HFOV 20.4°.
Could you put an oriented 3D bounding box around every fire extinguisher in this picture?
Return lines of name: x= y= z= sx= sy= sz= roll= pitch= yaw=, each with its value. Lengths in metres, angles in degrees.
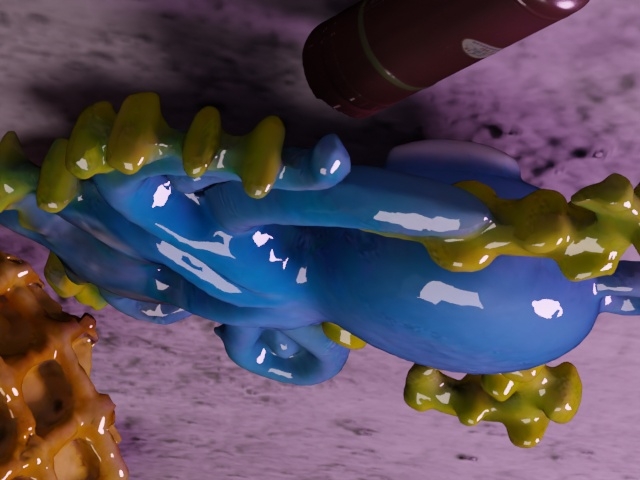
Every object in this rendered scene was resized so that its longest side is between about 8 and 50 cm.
fire extinguisher: x=0.062 y=-0.090 z=0.661 sx=0.078 sy=0.045 sz=0.157 roll=-7 pitch=168 yaw=-39

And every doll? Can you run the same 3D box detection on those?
doll: x=0.000 y=0.000 z=0.820 sx=0.341 sy=0.099 sz=0.346 roll=12 pitch=163 yaw=18

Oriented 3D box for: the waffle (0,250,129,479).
waffle: x=-0.251 y=0.108 z=0.931 sx=0.151 sy=0.261 sz=0.324 roll=-6 pitch=149 yaw=45
